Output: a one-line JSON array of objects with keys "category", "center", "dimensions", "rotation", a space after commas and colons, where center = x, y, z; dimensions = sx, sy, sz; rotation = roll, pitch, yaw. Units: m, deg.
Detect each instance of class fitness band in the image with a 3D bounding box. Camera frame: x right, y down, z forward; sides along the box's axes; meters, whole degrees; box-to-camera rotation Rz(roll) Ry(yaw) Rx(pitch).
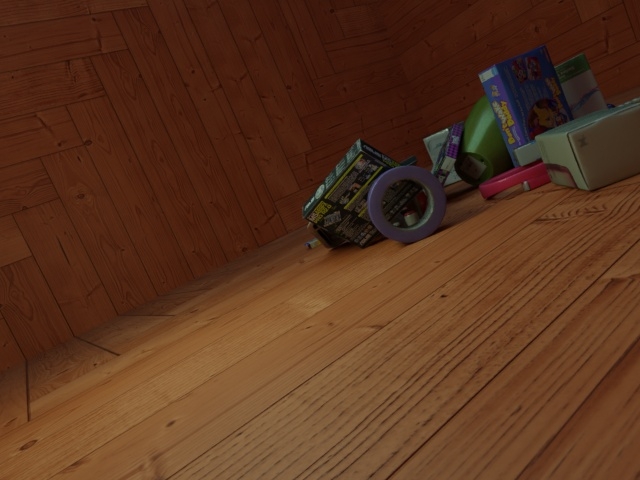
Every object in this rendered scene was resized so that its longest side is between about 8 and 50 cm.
[{"category": "fitness band", "center": [0.574, -0.182, 1.297], "dimensions": [0.291, 0.054, 0.209], "rotation": [-23, 3, -1]}]

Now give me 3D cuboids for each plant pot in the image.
[{"category": "plant pot", "center": [0.590, -0.327, 1.676], "dimensions": [0.293, 0.274, 0.275], "rotation": [-47, 18, -31]}]

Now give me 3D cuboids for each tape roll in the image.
[{"category": "tape roll", "center": [0.213, -0.092, 1.207], "dimensions": [0.189, 0.188, 0.080], "rotation": [-23, 6, 5]}]

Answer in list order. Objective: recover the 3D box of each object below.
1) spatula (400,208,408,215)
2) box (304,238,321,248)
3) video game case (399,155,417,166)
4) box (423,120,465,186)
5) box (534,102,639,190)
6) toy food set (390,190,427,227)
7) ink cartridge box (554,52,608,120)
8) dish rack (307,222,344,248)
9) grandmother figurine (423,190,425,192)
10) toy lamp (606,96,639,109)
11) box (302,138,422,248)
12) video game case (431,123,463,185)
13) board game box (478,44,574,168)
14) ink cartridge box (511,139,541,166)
[{"category": "spatula", "center": [0.234, -0.067, 1.657], "dimensions": [0.297, 0.030, 0.084], "rotation": [-28, 4, -41]}, {"category": "box", "center": [0.000, 0.000, 2.001], "dimensions": [0.136, 0.028, 0.081], "rotation": [-27, 6, -9]}, {"category": "video game case", "center": [0.195, -0.137, 1.503], "dimensions": [0.196, 0.026, 0.274], "rotation": [-30, -22, -14]}, {"category": "box", "center": [0.590, -0.387, 2.144], "dimensions": [0.127, 0.231, 0.262], "rotation": [-21, 6, 36]}, {"category": "box", "center": [0.575, -0.195, 1.017], "dimensions": [0.149, 0.126, 0.232], "rotation": [-22, 6, 13]}, {"category": "toy food set", "center": [0.262, -0.093, 1.420], "dimensions": [0.111, 0.104, 0.232], "rotation": [-19, 7, 37]}, {"category": "ink cartridge box", "center": [0.947, -0.523, 1.765], "dimensions": [0.117, 0.278, 0.201], "rotation": [-24, 5, 25]}, {"category": "dish rack", "center": [0.093, -0.104, 1.568], "dimensions": [0.286, 0.072, 0.333], "rotation": [-34, -21, 3]}, {"category": "grandmother figurine", "center": [0.393, -0.189, 1.866], "dimensions": [0.207, 0.104, 0.342], "rotation": [-51, -1, 20]}, {"category": "toy lamp", "center": [1.197, -0.521, 1.751], "dimensions": [0.275, 0.080, 0.080], "rotation": [-19, 7, 42]}, {"category": "box", "center": [0.112, -0.119, 1.331], "dimensions": [0.270, 0.216, 0.060], "rotation": [-49, 27, 33]}, {"category": "video game case", "center": [0.421, -0.259, 1.656], "dimensions": [0.232, 0.042, 0.210], "rotation": [-63, -7, -46]}, {"category": "board game box", "center": [0.680, -0.422, 1.553], "dimensions": [0.234, 0.346, 0.078], "rotation": [-26, 6, -21]}, {"category": "ink cartridge box", "center": [0.585, -0.247, 1.335], "dimensions": [0.089, 0.052, 0.122], "rotation": [-22, 4, 20]}]
